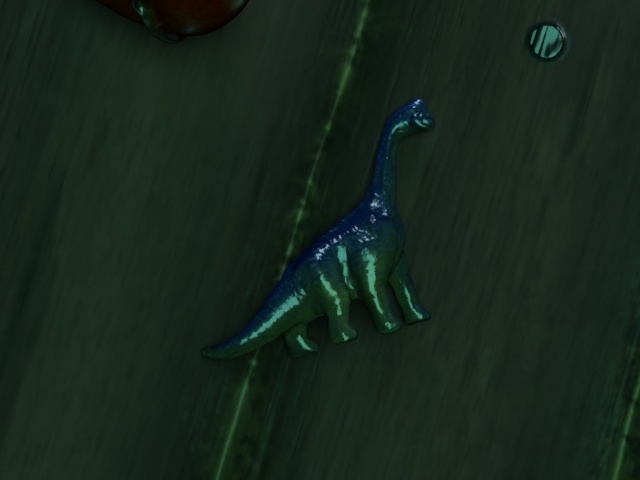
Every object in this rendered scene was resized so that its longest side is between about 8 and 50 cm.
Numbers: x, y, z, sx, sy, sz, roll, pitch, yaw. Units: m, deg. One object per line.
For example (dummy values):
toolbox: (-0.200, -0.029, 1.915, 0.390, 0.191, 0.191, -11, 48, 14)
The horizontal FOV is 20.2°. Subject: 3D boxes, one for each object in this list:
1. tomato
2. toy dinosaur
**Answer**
tomato: (-0.119, -0.252, 1.437, 0.187, 0.187, 0.151, 41, 62, -6)
toy dinosaur: (0.000, 0.000, 1.516, 0.248, 0.075, 0.188, -17, 83, -3)
